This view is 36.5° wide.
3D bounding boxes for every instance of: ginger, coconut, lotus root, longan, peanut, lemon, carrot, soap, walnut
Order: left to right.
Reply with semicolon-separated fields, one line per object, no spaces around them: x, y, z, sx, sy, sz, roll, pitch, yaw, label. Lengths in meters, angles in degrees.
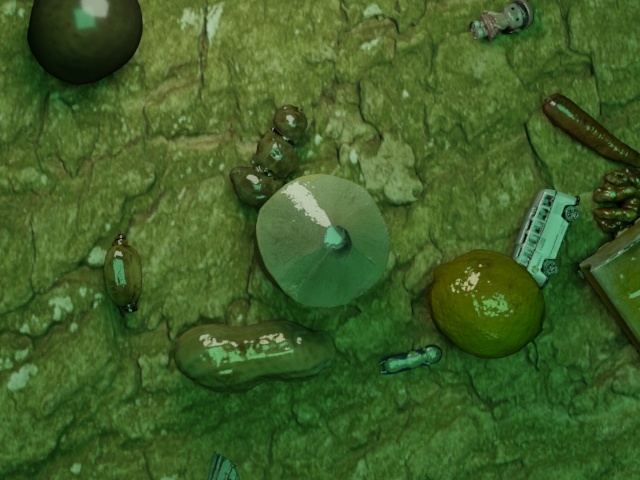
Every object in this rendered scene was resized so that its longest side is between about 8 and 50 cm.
-0.411;-0.378;1.690;0.198;0.198;0.212;34;83;-5;longan
-0.355;0.055;1.729;0.072;0.063;0.152;1;81;-46;lotus root
-0.115;0.204;1.725;0.290;0.130;0.130;-4;87;-8;peanut
-0.085;-0.154;1.774;0.104;0.080;0.204;33;85;-13;ginger
0.000;0.000;1.693;0.239;0.244;0.239;0;89;-8;coconut
0.301;0.117;1.760;0.231;0.192;0.192;30;82;-4;lemon
0.535;-0.205;1.888;0.248;0.059;0.059;33;82;-8;carrot
0.618;-0.073;1.883;0.170;0.069;0.143;-1;88;-6;walnut
0.636;0.111;1.837;0.173;0.089;0.274;-38;101;1;soap

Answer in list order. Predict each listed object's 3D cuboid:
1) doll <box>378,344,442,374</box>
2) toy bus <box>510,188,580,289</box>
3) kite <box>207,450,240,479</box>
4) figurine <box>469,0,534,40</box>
0.169;0.224;1.814;0.125;0.027;0.037;-15;96;-9;doll
0.421;-0.004;1.842;0.089;0.087;0.194;23;84;1;toy bus
-0.110;0.530;1.760;0.314;0.011;0.335;-33;92;-9;kite
0.352;-0.429;1.878;0.129;0.054;0.072;-22;75;-2;figurine
